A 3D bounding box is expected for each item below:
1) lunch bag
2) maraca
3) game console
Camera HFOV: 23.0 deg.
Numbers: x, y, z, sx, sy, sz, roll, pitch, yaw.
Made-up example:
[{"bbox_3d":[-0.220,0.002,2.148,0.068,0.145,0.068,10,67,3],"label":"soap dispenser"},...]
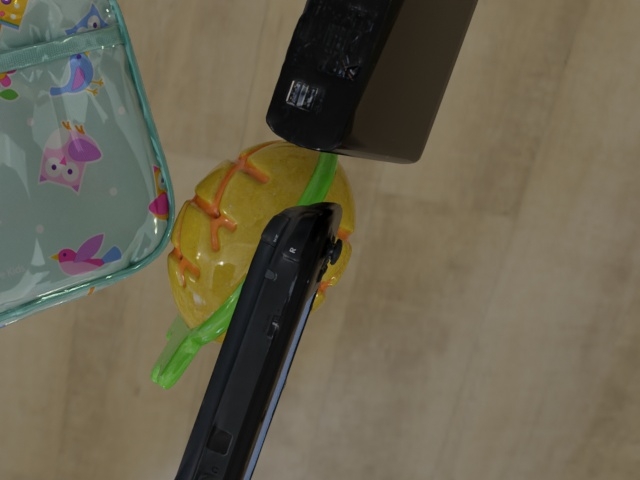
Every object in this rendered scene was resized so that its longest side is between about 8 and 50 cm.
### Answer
[{"bbox_3d":[-0.243,-0.053,0.988,0.279,0.108,0.224,-19,105,-27],"label":"lunch bag"},{"bbox_3d":[-0.046,0.014,0.928,0.099,0.127,0.186,36,122,-9],"label":"maraca"},{"bbox_3d":[0.000,0.000,0.783,0.044,0.213,0.361,21,96,12],"label":"game console"}]
